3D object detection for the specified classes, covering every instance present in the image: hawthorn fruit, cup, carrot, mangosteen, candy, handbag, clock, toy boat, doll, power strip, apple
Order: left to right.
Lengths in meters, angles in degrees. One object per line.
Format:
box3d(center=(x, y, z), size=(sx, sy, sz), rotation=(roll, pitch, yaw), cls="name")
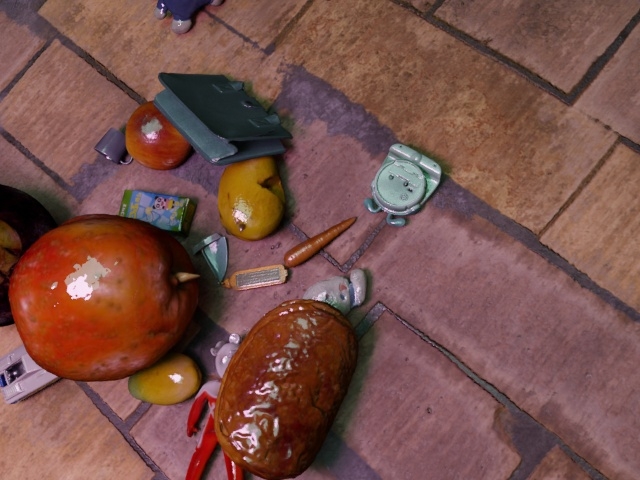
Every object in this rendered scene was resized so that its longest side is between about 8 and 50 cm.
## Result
box3d(center=(-0.851, 0.028, 1.315), size=(0.382, 0.435, 0.382), rotation=(-3, 78, 13), cls="mangosteen")
box3d(center=(-0.697, 0.297, 1.397), size=(0.295, 0.088, 0.129), rotation=(-30, 73, 4), cls="toy boat")
box3d(center=(-0.569, -0.259, 1.523), size=(0.100, 0.078, 0.077), rotation=(35, 79, -17), cls="cup")
box3d(center=(-0.451, 0.119, 1.231), size=(0.402, 0.403, 0.403), rotation=(-3, 76, 11), cls="hawthorn fruit")
box3d(center=(-0.438, -0.074, 1.450), size=(0.194, 0.062, 0.097), rotation=(9, 79, 13), cls="candy")
box3d(center=(-0.428, -0.287, 1.465), size=(0.173, 0.160, 0.195), rotation=(11, 84, -8), cls="apple")
box3d(center=(-0.421, -0.760, 1.583), size=(0.228, 0.154, 0.258), rotation=(-39, 65, 4), cls="doll")
box3d(center=(-0.269, 0.050, 1.406), size=(0.096, 0.034, 0.122), rotation=(-32, 81, 2), cls="toy boat")
box3d(center=(-0.251, -0.321, 1.376), size=(0.326, 0.238, 0.089), rotation=(43, 132, 27), cls="handbag")
box3d(center=(-0.228, 0.411, 1.275), size=(0.188, 0.099, 0.384), rotation=(4, 82, 19), cls="doll")
box3d(center=(-0.166, 0.097, 1.369), size=(0.178, 0.028, 0.049), rotation=(-10, 75, 9), cls="power strip")
box3d(center=(0.000, 0.000, 1.354), size=(0.216, 0.048, 0.048), rotation=(-33, 72, -2), cls="carrot")
box3d(center=(0.023, 0.142, 1.299), size=(0.214, 0.071, 0.104), rotation=(-28, 85, -5), cls="doll")
box3d(center=(0.198, -0.131, 1.334), size=(0.148, 0.060, 0.189), rotation=(30, 85, 17), cls="clock")

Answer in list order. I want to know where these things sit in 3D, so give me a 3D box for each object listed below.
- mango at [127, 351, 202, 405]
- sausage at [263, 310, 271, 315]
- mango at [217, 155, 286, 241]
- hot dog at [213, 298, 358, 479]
box3d(center=(-0.384, 0.340, 1.327), size=(0.194, 0.092, 0.130), rotation=(-20, 75, 16), cls="mango")
box3d(center=(-0.086, 0.209, 1.323), size=(0.129, 0.034, 0.034), rotation=(27, 83, 17), cls="sausage")
box3d(center=(-0.172, -0.123, 1.374), size=(0.167, 0.130, 0.262), rotation=(-3, 69, -5), cls="mango")
box3d(center=(-0.068, 0.314, 1.186), size=(0.267, 0.174, 0.388), rotation=(31, 70, -12), cls="hot dog")
